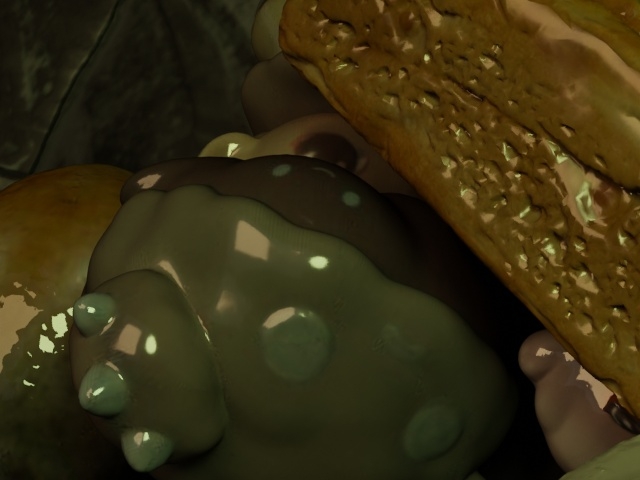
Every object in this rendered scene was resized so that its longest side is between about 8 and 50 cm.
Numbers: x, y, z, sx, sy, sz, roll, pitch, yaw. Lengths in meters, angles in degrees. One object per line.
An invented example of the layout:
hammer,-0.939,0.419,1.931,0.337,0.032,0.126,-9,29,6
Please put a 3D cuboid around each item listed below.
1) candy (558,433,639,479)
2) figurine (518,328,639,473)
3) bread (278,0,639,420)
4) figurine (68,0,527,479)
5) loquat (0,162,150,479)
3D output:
candy,0.163,0.208,0.712,0.296,0.185,0.295,-9,60,17
figurine,0.152,0.047,0.883,0.229,0.137,0.112,-102,32,-42
bread,0.098,-0.056,0.794,0.271,0.077,0.139,46,122,29
figurine,0.000,-0.001,0.967,0.203,0.248,0.380,-35,29,38
loquat,-0.151,0.069,1.062,0.179,0.179,0.227,12,67,42
